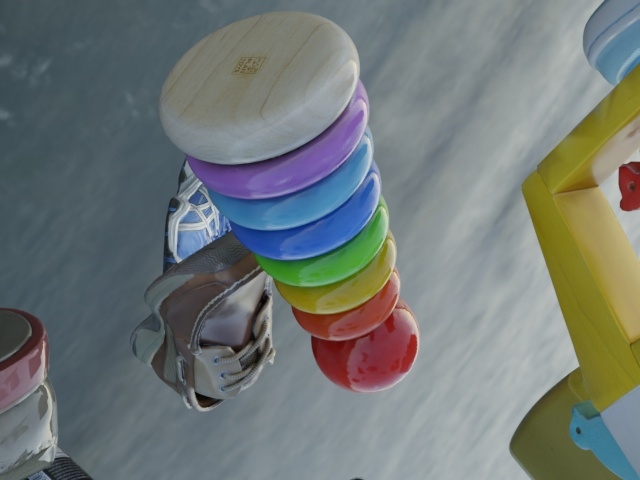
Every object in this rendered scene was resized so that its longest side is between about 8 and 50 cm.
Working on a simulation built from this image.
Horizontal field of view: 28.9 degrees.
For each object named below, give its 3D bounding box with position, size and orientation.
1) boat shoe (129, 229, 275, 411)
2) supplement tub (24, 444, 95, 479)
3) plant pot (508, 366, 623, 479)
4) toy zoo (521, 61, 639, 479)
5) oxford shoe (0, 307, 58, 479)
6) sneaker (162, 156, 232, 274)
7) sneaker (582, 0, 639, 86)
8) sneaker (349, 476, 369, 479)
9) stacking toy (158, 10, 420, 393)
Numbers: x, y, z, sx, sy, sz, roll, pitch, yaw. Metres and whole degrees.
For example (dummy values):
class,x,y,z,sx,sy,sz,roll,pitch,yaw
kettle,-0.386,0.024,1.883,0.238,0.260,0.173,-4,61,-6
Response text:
class,x,y,z,sx,sy,sz,roll,pitch,yaw
boat shoe,-0.086,0.077,1.118,0.123,0.116,0.324,-34,172,-20
supplement tub,-0.231,0.194,0.906,0.117,0.190,0.117,-44,159,-22
plant pot,0.315,0.175,1.118,0.212,0.212,0.187,-33,152,-11
toy zoo,0.166,0.007,0.402,0.030,0.192,0.293,-9,156,-31
oxford shoe,-0.307,0.171,0.750,0.348,0.123,0.130,-26,124,-28
sneaker,-0.131,-0.019,1.402,0.211,0.081,0.080,-81,-178,-45
sneaker,0.318,-0.108,0.826,0.127,0.208,0.319,-11,173,-35
sneaker,0.033,0.192,0.799,0.032,0.083,0.037,-14,163,2
stacking toy,0.000,0.000,0.926,0.141,0.141,0.330,-43,135,-23
